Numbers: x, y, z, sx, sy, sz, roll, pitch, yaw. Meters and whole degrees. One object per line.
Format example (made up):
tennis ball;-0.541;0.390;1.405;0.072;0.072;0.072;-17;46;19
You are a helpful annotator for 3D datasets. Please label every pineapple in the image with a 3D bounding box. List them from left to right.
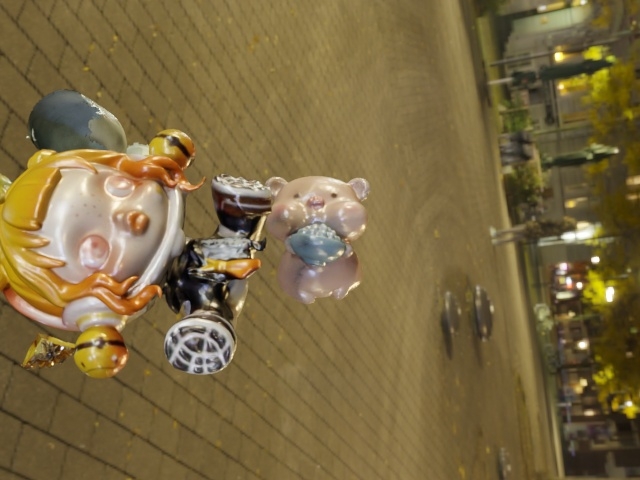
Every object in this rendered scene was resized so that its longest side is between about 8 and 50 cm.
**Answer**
pineapple;-0.550;0.217;1.455;0.114;0.114;0.077;144;-67;-69

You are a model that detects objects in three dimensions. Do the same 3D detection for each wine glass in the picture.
wine glass;-0.399;-0.160;1.319;0.321;0.144;0.143;43;42;-74

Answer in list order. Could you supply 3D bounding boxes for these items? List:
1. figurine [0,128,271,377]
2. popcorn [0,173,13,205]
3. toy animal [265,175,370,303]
figurine;-0.237;0.011;0.858;0.196;0.323;0.320;123;-17;-59
popcorn;-0.948;-0.091;1.954;0.257;0.271;0.224;97;-21;-59
toy animal;0.000;0.000;1.445;0.229;0.210;0.221;-93;180;-45
